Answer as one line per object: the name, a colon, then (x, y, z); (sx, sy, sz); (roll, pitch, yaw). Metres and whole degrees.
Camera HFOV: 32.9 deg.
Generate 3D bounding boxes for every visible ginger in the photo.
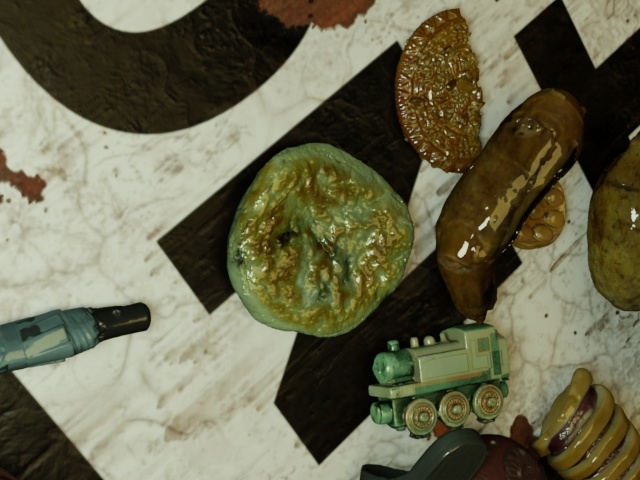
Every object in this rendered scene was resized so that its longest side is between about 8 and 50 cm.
ginger: (0.228, -0.058, 1.343); (0.309, 0.107, 0.133); (-57, 153, -1)

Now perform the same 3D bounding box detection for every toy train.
toy train: (0.147, 0.173, 1.355); (0.194, 0.080, 0.125); (-6, 89, -27)

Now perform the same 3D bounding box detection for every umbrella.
umbrella: (-0.290, 0.102, 1.097); (0.250, 0.053, 0.052); (-12, 101, -28)

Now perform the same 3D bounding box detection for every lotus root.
lotus root: (0.432, -0.031, 1.463); (0.145, 0.128, 0.260); (-9, 108, -46)

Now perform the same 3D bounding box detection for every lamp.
lamp: (0.217, 0.329, 1.386); (0.156, 0.135, 0.157); (-19, 79, -58)

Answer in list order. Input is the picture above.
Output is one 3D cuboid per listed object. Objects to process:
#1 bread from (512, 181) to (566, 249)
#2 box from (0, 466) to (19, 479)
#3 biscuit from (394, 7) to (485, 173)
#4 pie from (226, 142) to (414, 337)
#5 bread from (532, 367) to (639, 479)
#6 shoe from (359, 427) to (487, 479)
bread: (0.282, -0.039, 1.434); (0.110, 0.024, 0.110); (-3, 96, -31)
box: (-0.446, 0.291, 0.981); (0.404, 0.108, 0.263); (28, 70, -30)
biscuit: (0.147, -0.175, 1.337); (0.126, 0.025, 0.206); (-18, 105, -27)
pie: (0.000, 0.000, 1.256); (0.240, 0.054, 0.241); (-4, 98, -28)
bread: (0.386, 0.290, 1.503); (0.134, 0.081, 0.225); (-49, 117, -15)
shoe: (0.102, 0.300, 1.329); (0.108, 0.093, 0.241); (14, 121, -44)
